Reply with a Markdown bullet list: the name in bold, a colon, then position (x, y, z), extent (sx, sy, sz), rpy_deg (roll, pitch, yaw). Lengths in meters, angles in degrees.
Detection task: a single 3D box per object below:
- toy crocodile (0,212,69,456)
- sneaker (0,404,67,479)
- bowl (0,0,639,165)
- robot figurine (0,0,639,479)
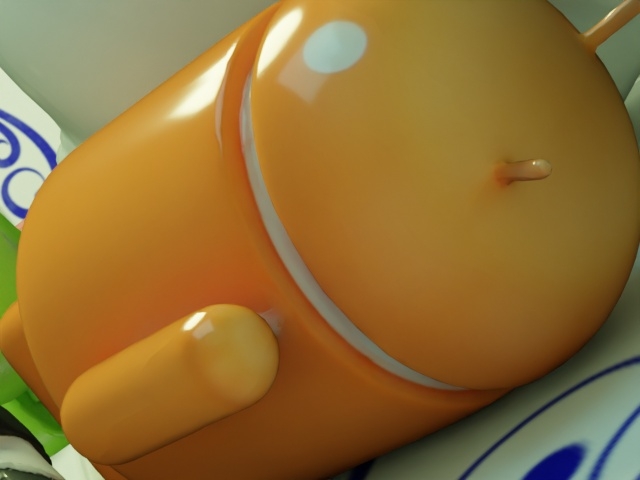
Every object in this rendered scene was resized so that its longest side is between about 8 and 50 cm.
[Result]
- **toy crocodile**: position (-0.078, 0.005, 0.869), extent (0.115, 0.105, 0.340), rpy_deg (-35, -2, 24)
- **sneaker**: position (-0.141, 0.091, 0.610), extent (0.122, 0.146, 0.330), rpy_deg (-38, 9, -15)
- **bowl**: position (-0.015, -0.074, 0.750), extent (0.298, 0.298, 0.134), rpy_deg (-77, 3, -78)
- **robot figurine**: position (0.001, -0.001, 0.560), extent (0.158, 0.128, 0.219), rpy_deg (7, -27, -41)
